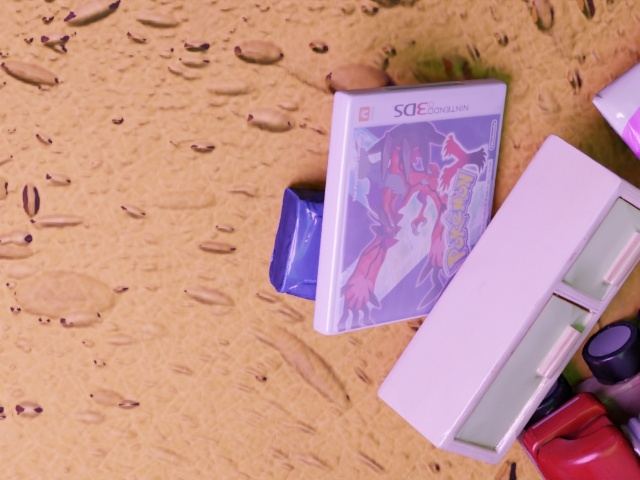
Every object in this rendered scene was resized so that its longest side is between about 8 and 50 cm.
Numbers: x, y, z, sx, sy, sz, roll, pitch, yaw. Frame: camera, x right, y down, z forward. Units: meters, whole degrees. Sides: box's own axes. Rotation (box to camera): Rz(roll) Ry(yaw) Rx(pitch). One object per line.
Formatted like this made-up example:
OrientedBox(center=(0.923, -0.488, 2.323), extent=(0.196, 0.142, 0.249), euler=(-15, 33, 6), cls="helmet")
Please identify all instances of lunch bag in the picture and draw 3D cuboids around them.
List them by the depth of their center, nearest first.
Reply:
OrientedBox(center=(0.000, 0.000, 1.413), extent=(0.065, 0.067, 0.098), euler=(9, 103, -15), cls="lunch bag")

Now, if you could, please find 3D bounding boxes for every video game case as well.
OrientedBox(center=(0.076, -0.030, 1.399), extent=(0.183, 0.023, 0.201), euler=(-9, 111, -40), cls="video game case")

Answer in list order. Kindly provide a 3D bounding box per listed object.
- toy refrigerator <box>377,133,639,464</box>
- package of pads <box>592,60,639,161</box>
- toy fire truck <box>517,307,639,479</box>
OrientedBox(center=(0.176, 0.055, 1.433), extent=(0.102, 0.094, 0.269), euler=(25, 101, -51), cls="toy refrigerator")
OrientedBox(center=(0.406, -0.074, 1.384), extent=(0.229, 0.101, 0.296), euler=(-39, 77, 9), cls="package of pads")
OrientedBox(center=(0.309, 0.181, 1.438), extent=(0.217, 0.246, 0.158), euler=(-34, 110, -1), cls="toy fire truck")
